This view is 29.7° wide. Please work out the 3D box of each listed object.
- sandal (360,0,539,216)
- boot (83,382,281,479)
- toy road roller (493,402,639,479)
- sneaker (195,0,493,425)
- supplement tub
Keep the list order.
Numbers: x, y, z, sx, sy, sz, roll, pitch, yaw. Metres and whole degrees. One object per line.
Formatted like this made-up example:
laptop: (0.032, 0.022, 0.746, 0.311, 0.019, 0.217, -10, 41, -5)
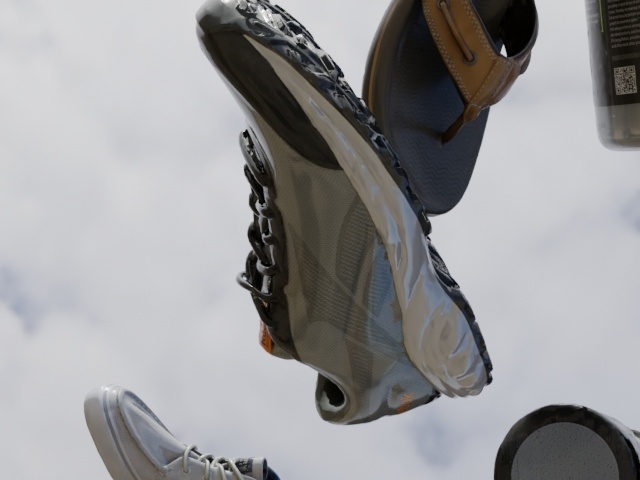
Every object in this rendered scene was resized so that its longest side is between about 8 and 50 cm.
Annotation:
sandal: (0.087, -0.117, 0.638, 0.060, 0.090, 0.219, 25, -88, 52)
boot: (-0.107, 0.224, 1.151, 0.123, 0.095, 0.258, -30, -76, 18)
toy road roller: (0.291, 0.203, 0.776, 0.329, 0.202, 0.241, -23, -113, 20)
sneaker: (0.000, 0.000, 0.599, 0.271, 0.108, 0.100, 63, 3, -36)
supplement tub: (0.366, -0.255, 1.230, 0.193, 0.193, 0.316, -2, -81, 40)
